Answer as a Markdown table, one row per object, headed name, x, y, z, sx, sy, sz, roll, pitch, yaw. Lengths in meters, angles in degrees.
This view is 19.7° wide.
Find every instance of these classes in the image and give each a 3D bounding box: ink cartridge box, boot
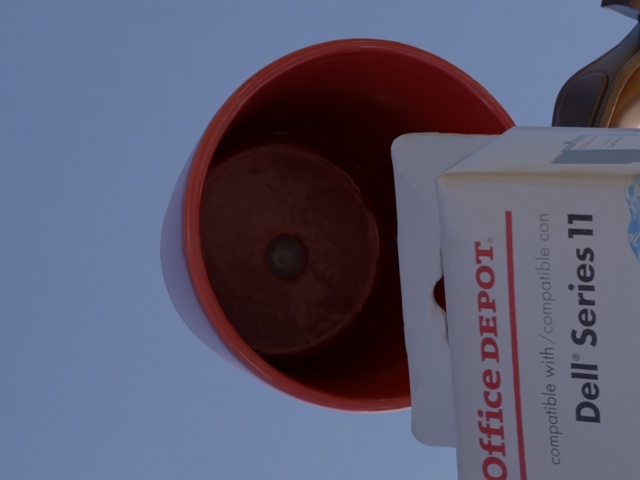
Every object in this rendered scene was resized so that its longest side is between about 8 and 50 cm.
| name | x | y | z | sx | sy | sz | roll | pitch | yaw |
| --- | --- | --- | --- | --- | --- | --- | --- | --- | --- |
| ink cartridge box | 0.181 | 0.052 | 0.953 | 0.353 | 0.207 | 0.119 | 2 | -163 | 27 |
| boot | 0.377 | -0.155 | 1.979 | 0.220 | 0.283 | 0.109 | 17 | -178 | -24 |

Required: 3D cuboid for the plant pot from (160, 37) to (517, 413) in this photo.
| name | x | y | z | sx | sy | sz | roll | pitch | yaw |
| --- | --- | --- | --- | --- | --- | --- | --- | --- | --- |
| plant pot | 0.000 | 0.000 | 1.404 | 0.275 | 0.243 | 0.275 | 2 | -96 | -18 |
